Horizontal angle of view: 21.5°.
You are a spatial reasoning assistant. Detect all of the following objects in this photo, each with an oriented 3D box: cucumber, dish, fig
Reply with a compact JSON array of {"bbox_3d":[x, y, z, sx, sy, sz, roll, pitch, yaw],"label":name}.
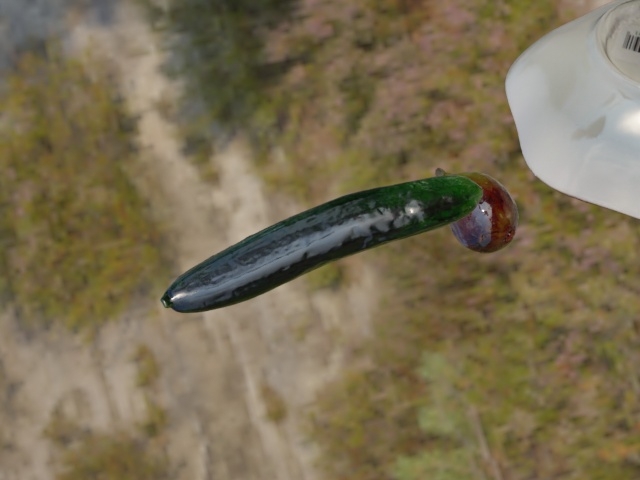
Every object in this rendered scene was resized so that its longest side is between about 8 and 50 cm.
[{"bbox_3d":[0.000,0.000,1.412,0.056,0.284,0.056,160,90,-89],"label":"cucumber"},{"bbox_3d":[0.208,-0.097,1.028,0.066,0.190,0.191,94,156,-47],"label":"dish"},{"bbox_3d":[0.221,-0.052,2.478,0.154,0.103,0.109,39,119,29],"label":"fig"}]
